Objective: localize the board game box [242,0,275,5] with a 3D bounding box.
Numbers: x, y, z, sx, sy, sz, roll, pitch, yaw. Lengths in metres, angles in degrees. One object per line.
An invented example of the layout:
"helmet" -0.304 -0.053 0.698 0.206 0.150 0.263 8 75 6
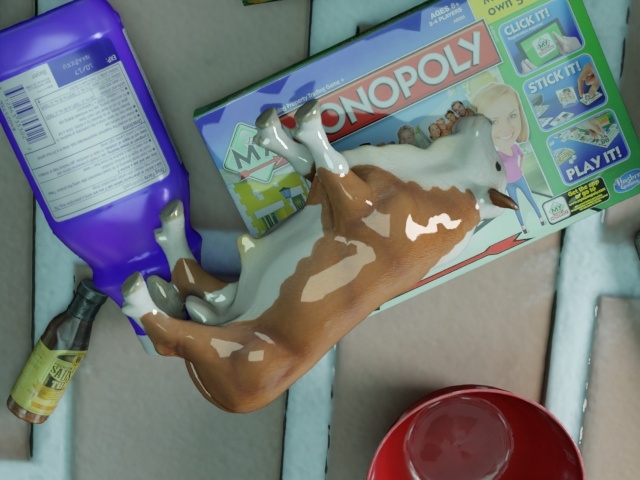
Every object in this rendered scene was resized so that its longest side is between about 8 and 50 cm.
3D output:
"board game box" 0.059 -0.264 0.948 0.260 0.030 0.136 -8 89 3

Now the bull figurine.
"bull figurine" 0.000 0.000 0.935 0.310 0.101 0.188 -45 114 6

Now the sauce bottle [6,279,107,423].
"sauce bottle" -0.219 0.093 1.045 0.042 0.042 0.128 28 104 -9

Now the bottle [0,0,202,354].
"bottle" -0.165 -0.047 0.984 0.118 0.092 0.283 -23 105 1

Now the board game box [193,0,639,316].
"board game box" 0.085 -0.076 1.014 0.317 0.046 0.213 -25 105 4

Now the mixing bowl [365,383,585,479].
"mixing bowl" 0.125 0.192 1.059 0.181 0.098 0.181 -1 106 -2

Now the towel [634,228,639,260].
"towel" 0.466 0.064 1.074 0.324 0.056 0.312 -24 102 6
